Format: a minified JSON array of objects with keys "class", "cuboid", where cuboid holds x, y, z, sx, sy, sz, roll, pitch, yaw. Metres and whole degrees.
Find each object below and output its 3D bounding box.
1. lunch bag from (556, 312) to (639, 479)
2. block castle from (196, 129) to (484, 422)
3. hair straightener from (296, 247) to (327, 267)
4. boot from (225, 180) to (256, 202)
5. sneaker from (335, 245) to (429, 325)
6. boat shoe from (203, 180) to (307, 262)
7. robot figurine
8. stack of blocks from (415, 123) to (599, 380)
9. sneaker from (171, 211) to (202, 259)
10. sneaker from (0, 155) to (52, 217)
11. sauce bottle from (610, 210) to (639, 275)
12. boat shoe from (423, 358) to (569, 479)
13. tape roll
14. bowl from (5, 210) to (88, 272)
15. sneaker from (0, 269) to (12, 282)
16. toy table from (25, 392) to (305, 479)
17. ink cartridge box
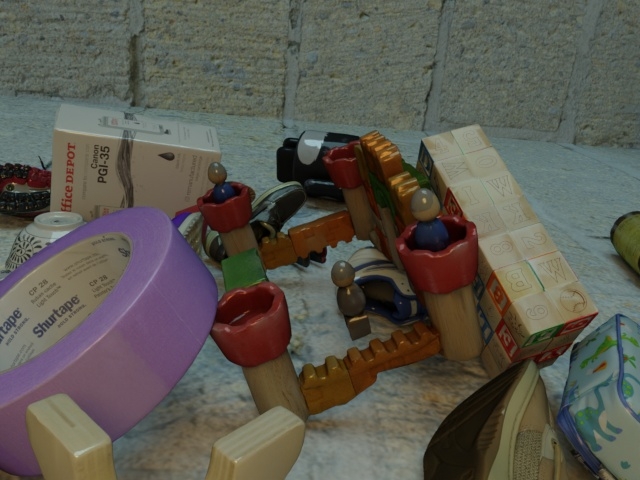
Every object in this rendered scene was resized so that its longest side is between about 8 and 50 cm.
[{"class":"lunch bag","cuboid":[0.338,0.187,0.608,0.176,0.090,0.219,44,30,6]},{"class":"block castle","cuboid":[0.000,0.000,0.789,0.303,0.213,0.453,-19,25,-4]},{"class":"hair straightener","cuboid":[-0.095,0.002,1.134,0.089,0.047,0.230,-13,27,-43]},{"class":"boot","cuboid":[-0.226,-0.121,1.427,0.158,0.059,0.084,7,15,7]},{"class":"sneaker","cuboid":[0.166,0.090,0.909,0.296,0.112,0.131,4,26,22]},{"class":"boat shoe","cuboid":[-0.106,-0.026,1.091,0.223,0.080,0.073,-35,45,-20]},{"class":"robot figurine","cuboid":[0.030,-0.186,1.518,0.278,0.209,0.173,9,-17,10]},{"class":"stack of blocks","cuboid":[0.220,0.016,0.789,0.087,0.171,0.297,-16,60,-8]},{"class":"sneaker","cuboid":[-0.281,0.018,0.957,0.146,0.102,0.293,6,20,2]},{"class":"sneaker","cuboid":[-0.519,-0.100,1.209,0.299,0.121,0.112,4,-11,-27]},{"class":"sauce bottle","cuboid":[0.669,0.038,1.162,0.111,0.111,0.344,8,20,7]},{"class":"boat shoe","cuboid":[0.164,0.221,0.540,0.110,0.121,0.341,47,31,7]},{"class":"tape roll","cuboid":[-0.243,0.087,0.596,0.274,0.090,0.275,-21,32,14]},{"class":"bowl","cuboid":[-0.437,0.000,0.997,0.170,0.080,0.170,5,20,-2]},{"class":"sneaker","cuboid":[-0.451,0.059,0.889,0.098,0.038,0.069,-9,25,-36]},{"class":"toy table","cuboid":[-0.112,0.219,0.367,0.274,0.161,0.252,17,23,25]},{"class":"ink cartridge box","cuboid":[-0.343,-0.117,1.101,0.283,0.207,0.117,5,33,-20]}]
